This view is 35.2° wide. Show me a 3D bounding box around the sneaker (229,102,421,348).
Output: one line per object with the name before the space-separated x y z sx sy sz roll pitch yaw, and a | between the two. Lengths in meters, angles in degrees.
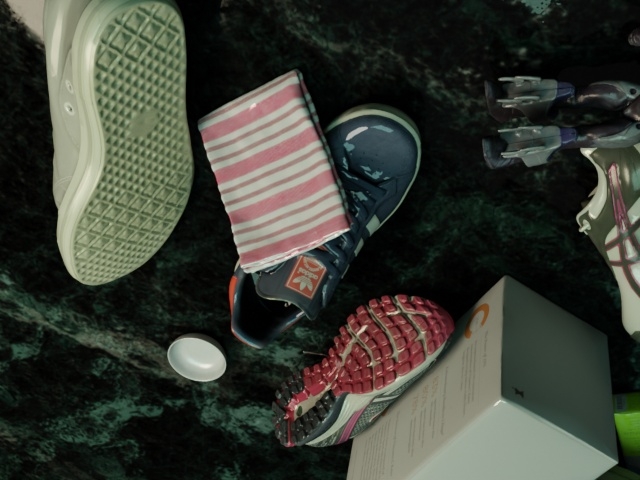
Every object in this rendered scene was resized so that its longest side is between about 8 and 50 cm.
sneaker | 0.000 0.000 1.168 0.131 0.148 0.350 27 128 -10

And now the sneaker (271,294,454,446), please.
sneaker | 0.063 0.173 1.329 0.112 0.120 0.299 17 135 -40

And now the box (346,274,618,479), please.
box | 0.192 0.249 1.283 0.168 0.215 0.345 30 128 -12

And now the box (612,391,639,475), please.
box | 0.461 0.274 1.356 0.109 0.042 0.178 -10 126 20

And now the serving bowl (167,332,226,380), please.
serving bowl | -0.169 0.158 1.404 0.083 0.027 0.083 6 128 8

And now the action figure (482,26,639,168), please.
action figure | 0.308 -0.126 1.002 0.285 0.185 0.099 -5 162 19

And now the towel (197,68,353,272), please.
towel | -0.055 -0.077 1.121 0.144 0.029 0.197 -24 78 25

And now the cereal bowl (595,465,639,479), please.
cereal bowl | 0.387 0.403 1.376 0.339 0.141 0.339 26 152 15

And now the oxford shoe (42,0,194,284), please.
oxford shoe | -0.237 -0.121 1.145 0.130 0.169 0.449 47 145 28

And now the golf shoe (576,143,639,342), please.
golf shoe | 0.352 -0.008 1.137 0.120 0.105 0.272 10 125 23
